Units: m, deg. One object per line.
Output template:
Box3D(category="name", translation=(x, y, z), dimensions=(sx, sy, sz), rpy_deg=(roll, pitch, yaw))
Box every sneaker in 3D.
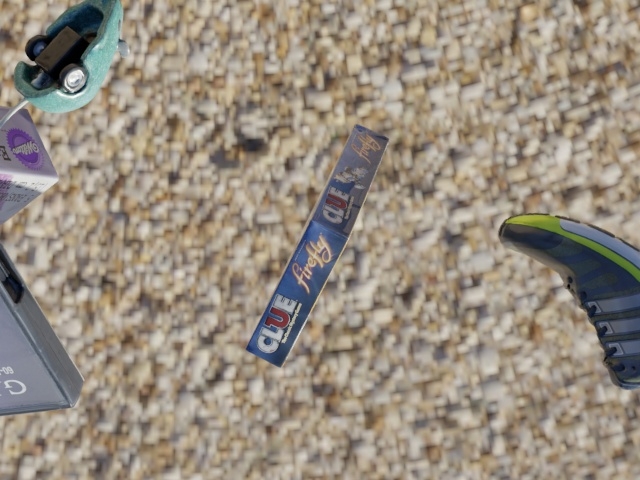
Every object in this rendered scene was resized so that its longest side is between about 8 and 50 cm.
Box3D(category="sneaker", translation=(0.292, 0.073, 1.654), dimensions=(0.300, 0.111, 0.121), rpy_deg=(33, 92, 14))

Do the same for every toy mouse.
Box3D(category="toy mouse", translation=(-0.141, -0.088, 0.819), dimensions=(0.161, 0.143, 0.031), rpy_deg=(-10, 146, 24))

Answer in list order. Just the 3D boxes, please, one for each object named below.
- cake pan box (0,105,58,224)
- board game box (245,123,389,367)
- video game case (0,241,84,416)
Box3D(category="cake pan box", translation=(-0.341, -0.009, 1.145), dimensions=(0.245, 0.070, 0.267), rpy_deg=(-33, 162, 24))
Box3D(category="board game box", translation=(0.000, 0.000, 1.752), dimensions=(0.042, 0.243, 0.165), rpy_deg=(26, 118, -1))
Box3D(category="video game case", translation=(-0.261, -0.006, 0.861), dimensions=(0.196, 0.026, 0.274), rpy_deg=(-8, 131, 22))
